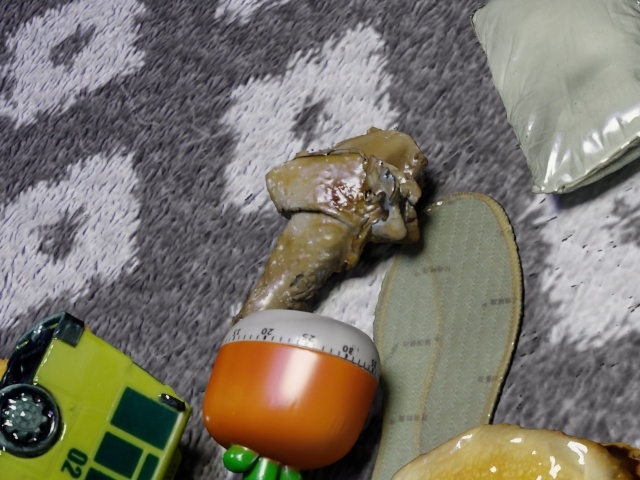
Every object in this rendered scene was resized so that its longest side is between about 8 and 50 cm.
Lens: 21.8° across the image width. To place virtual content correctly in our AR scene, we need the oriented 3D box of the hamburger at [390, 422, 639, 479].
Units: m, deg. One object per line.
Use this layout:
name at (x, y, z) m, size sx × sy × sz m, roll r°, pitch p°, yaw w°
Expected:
hamburger at (0.123, 0.223, 0.871) m, size 0.244 × 0.163 × 0.244 m, roll -22°, pitch 50°, yaw 30°

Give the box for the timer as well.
timer at (-0.023, 0.115, 1.127) m, size 0.136 × 0.099 × 0.136 m, roll -37°, pitch 42°, yaw 43°

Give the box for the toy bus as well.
toy bus at (-0.199, 0.195, 1.151) m, size 0.128 × 0.150 × 0.262 m, roll -28°, pitch 35°, yaw 59°

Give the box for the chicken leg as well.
chicken leg at (-0.002, -0.005, 1.225) m, size 0.196 × 0.080 × 0.125 m, roll -40°, pitch 42°, yaw 11°

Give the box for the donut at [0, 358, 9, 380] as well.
donut at (-0.254, 0.168, 1.291) m, size 0.152 × 0.058 × 0.152 m, roll -21°, pitch 46°, yaw 24°

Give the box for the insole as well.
insole at (0.075, 0.105, 1.120) m, size 0.119 × 0.009 × 0.348 m, roll -10°, pitch 51°, yaw 32°

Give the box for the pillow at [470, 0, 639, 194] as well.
pillow at (0.186, -0.131, 1.201) m, size 0.128 × 0.051 × 0.229 m, roll -27°, pitch 41°, yaw 14°
